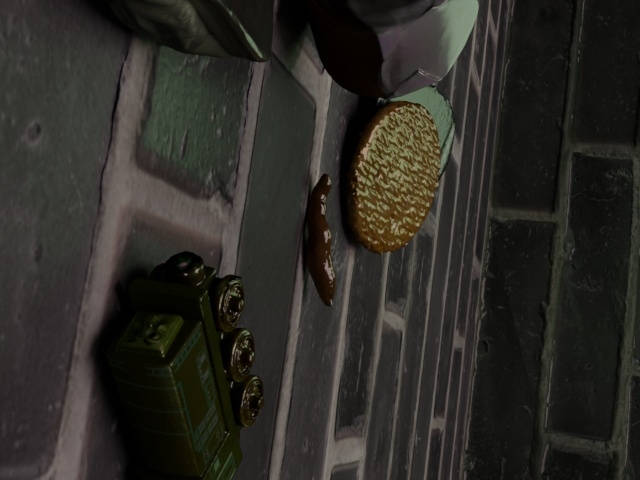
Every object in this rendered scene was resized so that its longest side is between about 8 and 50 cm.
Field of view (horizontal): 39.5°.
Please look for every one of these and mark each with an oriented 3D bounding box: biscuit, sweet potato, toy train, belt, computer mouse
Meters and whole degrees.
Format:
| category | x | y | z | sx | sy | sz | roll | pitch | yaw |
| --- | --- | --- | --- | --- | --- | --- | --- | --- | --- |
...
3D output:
| category | x | y | z | sx | sy | sz | roll | pitch | yaw |
| --- | --- | --- | --- | --- | --- | --- | --- | --- | --- |
| biscuit | 0.117 | -0.101 | 1.417 | 0.254 | 0.035 | 0.253 | -24 | 122 | -46 |
| sweet potato | 0.000 | 0.001 | 1.189 | 0.044 | 0.044 | 0.179 | -23 | 110 | -71 |
| toy train | -0.115 | 0.123 | 0.769 | 0.137 | 0.090 | 0.225 | -60 | 150 | -48 |
| belt | 0.091 | -0.333 | 1.089 | 0.122 | 0.217 | 0.338 | 67 | 34 | -56 |
| computer mouse | 0.136 | -0.193 | 1.508 | 0.295 | 0.087 | 0.168 | 36 | 73 | -53 |

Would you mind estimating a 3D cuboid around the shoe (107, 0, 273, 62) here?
| category | x | y | z | sx | sy | sz | roll | pitch | yaw |
| --- | --- | --- | --- | --- | --- | --- | --- | --- | --- |
| shoe | -0.119 | -0.205 | 0.653 | 0.275 | 0.098 | 0.103 | 41 | 48 | -67 |
